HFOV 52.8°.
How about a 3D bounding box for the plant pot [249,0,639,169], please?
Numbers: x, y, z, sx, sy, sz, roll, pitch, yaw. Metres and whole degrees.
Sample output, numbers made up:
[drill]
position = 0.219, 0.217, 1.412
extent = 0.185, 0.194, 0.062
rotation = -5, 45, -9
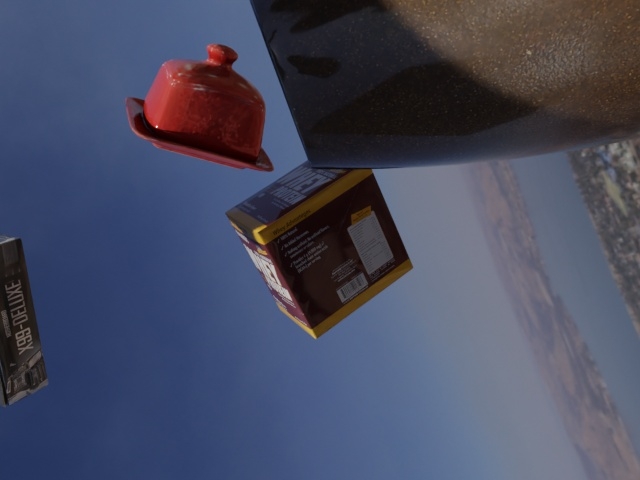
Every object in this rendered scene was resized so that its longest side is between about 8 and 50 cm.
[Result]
[plant pot]
position = 0.084, -0.131, 0.371
extent = 0.215, 0.230, 0.215
rotation = -20, -90, -89

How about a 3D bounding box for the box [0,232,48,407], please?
[box]
position = -0.563, 0.096, 1.003
extent = 0.076, 0.307, 0.242
rotation = -27, -58, -51

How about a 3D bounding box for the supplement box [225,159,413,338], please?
[supplement box]
position = 0.000, 0.000, 0.964
extent = 0.129, 0.191, 0.194
rotation = 29, 149, 59

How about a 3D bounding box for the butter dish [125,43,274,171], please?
[butter dish]
position = -0.124, -0.160, 0.719
extent = 0.160, 0.118, 0.160
rotation = 14, -160, -25
